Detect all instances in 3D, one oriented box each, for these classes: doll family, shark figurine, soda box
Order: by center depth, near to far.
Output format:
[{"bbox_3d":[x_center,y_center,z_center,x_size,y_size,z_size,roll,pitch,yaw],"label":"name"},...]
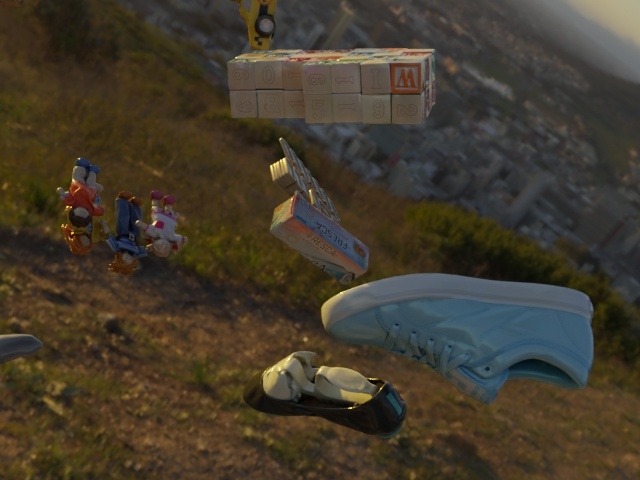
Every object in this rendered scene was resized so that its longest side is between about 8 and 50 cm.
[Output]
[{"bbox_3d":[0.000,0.000,1.635,0.183,0.063,0.058,36,41,-26],"label":"soda box"},{"bbox_3d":[-0.384,-0.023,1.743,0.263,0.118,0.163,22,48,-31],"label":"doll family"},{"bbox_3d":[-0.675,0.273,1.833,0.166,0.278,0.116,40,-27,-24],"label":"shark figurine"}]

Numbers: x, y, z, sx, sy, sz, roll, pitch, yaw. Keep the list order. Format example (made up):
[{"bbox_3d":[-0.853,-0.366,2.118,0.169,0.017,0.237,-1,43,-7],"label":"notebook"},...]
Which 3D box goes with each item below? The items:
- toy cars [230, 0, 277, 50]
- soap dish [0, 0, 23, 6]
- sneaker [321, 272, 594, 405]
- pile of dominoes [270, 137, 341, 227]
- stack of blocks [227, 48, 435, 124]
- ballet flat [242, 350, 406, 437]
[{"bbox_3d":[-0.095,-0.485,1.541,0.087,0.394,0.176,9,46,-5],"label":"toy cars"},{"bbox_3d":[-0.364,-0.297,0.712,0.290,0.229,0.118,7,39,20],"label":"soap dish"},{"bbox_3d":[0.183,0.136,1.232,0.365,0.135,0.150,0,61,2],"label":"sneaker"},{"bbox_3d":[-0.022,-0.073,1.941,0.251,0.040,0.196,51,16,-40],"label":"pile of dominoes"},{"bbox_3d":[0.016,-0.234,1.410,0.297,0.087,0.171,2,19,14],"label":"stack of blocks"},{"bbox_3d":[-0.003,0.211,1.377,0.280,0.096,0.095,5,42,30],"label":"ballet flat"}]
